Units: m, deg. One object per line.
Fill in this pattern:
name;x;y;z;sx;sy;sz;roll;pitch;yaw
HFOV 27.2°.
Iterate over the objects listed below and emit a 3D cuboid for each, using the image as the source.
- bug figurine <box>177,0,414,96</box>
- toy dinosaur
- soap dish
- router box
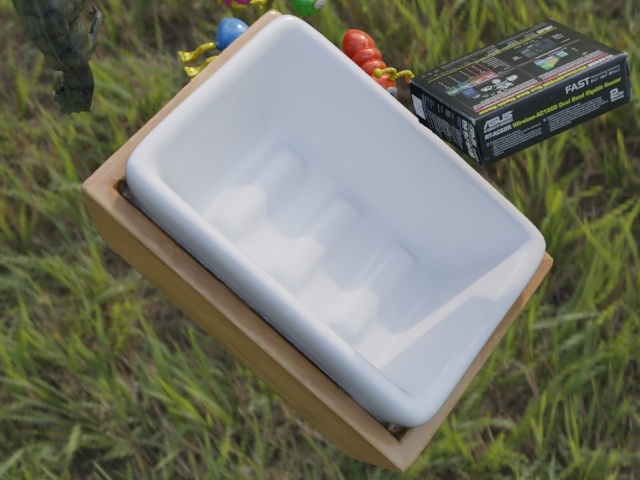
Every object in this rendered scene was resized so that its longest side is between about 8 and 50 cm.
bug figurine;-0.034;-0.210;1.289;0.072;0.279;0.216;-40;71;33
toy dinosaur;-0.199;-0.190;0.946;0.064;0.268;0.118;-5;66;6
soap dish;0.000;0.000;0.961;0.291;0.118;0.229;42;55;-2
router box;0.136;-0.103;0.905;0.122;0.038;0.092;-24;32;-14
